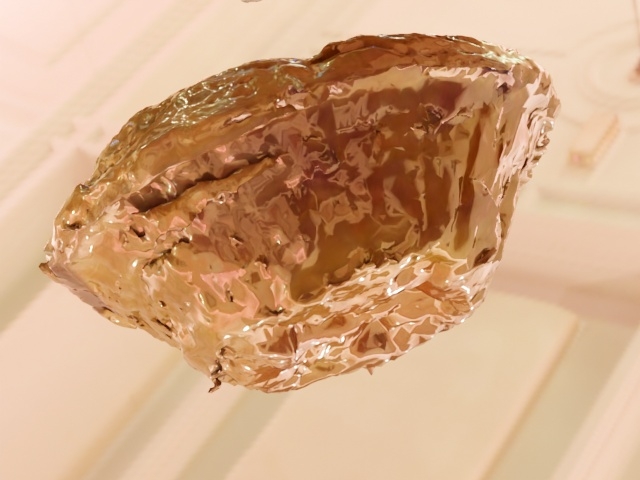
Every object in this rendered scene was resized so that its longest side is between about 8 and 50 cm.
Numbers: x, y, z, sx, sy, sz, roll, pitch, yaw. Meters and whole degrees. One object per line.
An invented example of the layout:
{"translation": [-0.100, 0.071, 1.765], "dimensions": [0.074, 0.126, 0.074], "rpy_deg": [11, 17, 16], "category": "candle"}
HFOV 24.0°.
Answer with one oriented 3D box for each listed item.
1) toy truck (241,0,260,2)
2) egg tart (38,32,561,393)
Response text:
{"translation": [-0.002, -0.272, 1.218], "dimensions": [0.191, 0.085, 0.116], "rpy_deg": [-15, -143, 7], "category": "toy truck"}
{"translation": [0.000, 0.000, 0.947], "dimensions": [0.352, 0.352, 0.150], "rpy_deg": [-20, -107, -2], "category": "egg tart"}
